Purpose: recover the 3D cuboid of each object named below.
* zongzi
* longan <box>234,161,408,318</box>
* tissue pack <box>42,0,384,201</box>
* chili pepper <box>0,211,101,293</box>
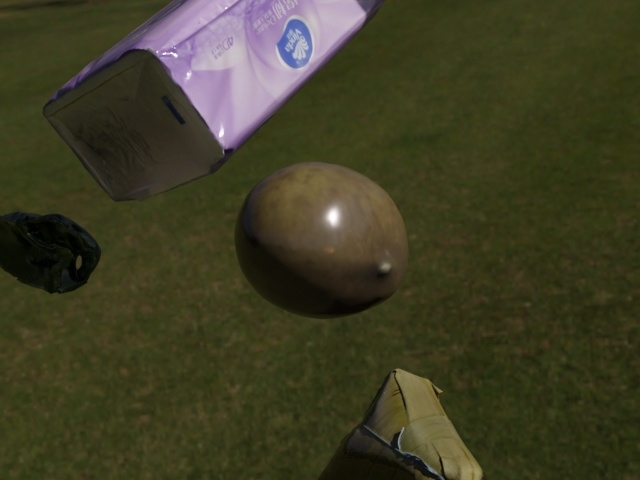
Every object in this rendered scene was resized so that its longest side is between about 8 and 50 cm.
[{"bbox_3d":[0.089,0.329,1.410,0.256,0.115,0.228,-47,35,12],"label":"zongzi"},{"bbox_3d":[0.000,0.000,1.271,0.220,0.196,0.196,8,5,-37],"label":"longan"},{"bbox_3d":[-0.107,-0.210,1.185,0.242,0.160,0.338,-12,29,49],"label":"tissue pack"},{"bbox_3d":[-0.349,-0.002,1.239,0.216,0.108,0.062,8,41,38],"label":"chili pepper"}]
